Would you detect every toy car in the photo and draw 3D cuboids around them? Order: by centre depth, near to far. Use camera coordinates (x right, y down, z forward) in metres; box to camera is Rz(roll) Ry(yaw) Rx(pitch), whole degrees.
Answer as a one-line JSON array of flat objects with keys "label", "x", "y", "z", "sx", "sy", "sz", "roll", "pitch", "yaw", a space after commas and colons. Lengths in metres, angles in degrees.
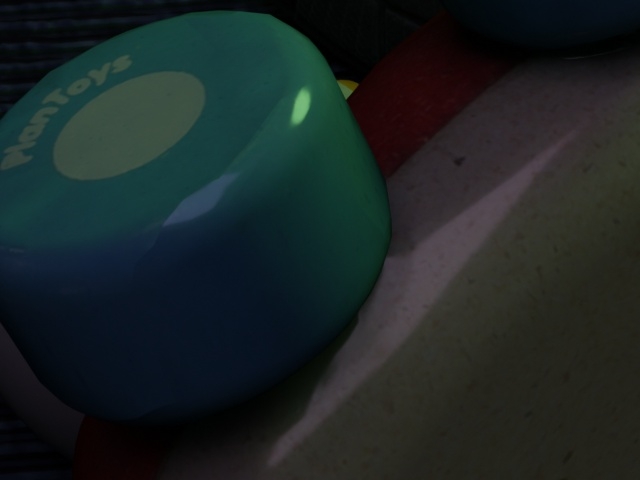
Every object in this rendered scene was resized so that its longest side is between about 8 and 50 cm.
[{"label": "toy car", "x": 0.000, "y": 0.000, "z": 0.466, "sx": 0.210, "sy": 0.219, "sz": 0.238, "roll": -41, "pitch": 37, "yaw": -16}]

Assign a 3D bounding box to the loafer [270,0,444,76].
[{"label": "loafer", "x": 0.100, "y": -0.072, "z": 0.527, "sx": 0.267, "sy": 0.096, "sz": 0.084, "roll": 21, "pitch": 48, "yaw": 26}]
